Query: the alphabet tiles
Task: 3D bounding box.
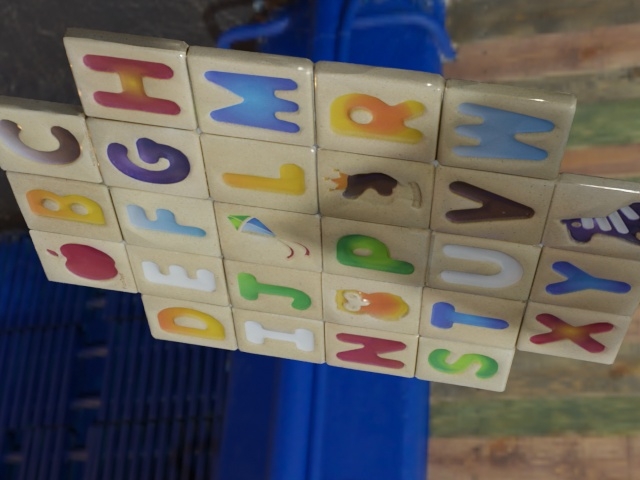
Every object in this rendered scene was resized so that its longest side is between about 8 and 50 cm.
[{"bbox_3d":[0.000,0.000,0.634,0.342,0.011,0.285,8,149,6],"label":"alphabet tiles"}]
